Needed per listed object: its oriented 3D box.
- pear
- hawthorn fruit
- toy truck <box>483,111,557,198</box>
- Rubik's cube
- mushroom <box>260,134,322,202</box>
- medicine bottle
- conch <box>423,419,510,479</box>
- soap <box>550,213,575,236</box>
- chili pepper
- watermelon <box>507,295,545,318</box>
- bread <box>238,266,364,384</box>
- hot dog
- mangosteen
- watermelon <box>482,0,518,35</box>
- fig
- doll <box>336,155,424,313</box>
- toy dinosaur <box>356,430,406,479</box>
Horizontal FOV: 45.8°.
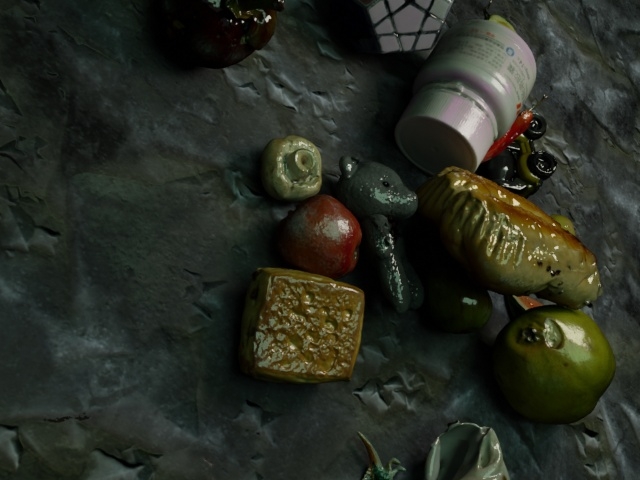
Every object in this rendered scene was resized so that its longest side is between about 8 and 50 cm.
[{"bbox_3d":[0.523,0.280,1.706,0.321,0.269,0.269,33,57,-39],"label":"pear"},{"bbox_3d":[0.000,0.000,1.488,0.173,0.173,0.173,12,67,-31],"label":"hawthorn fruit"},{"bbox_3d":[0.487,-0.217,1.930,0.165,0.147,0.224,-1,70,-12],"label":"toy truck"},{"bbox_3d":[0.173,-0.571,1.741,0.264,0.319,0.319,-39,99,-11],"label":"Rubik's cube"},{"bbox_3d":[-0.058,-0.145,1.530,0.148,0.112,0.148,6,76,-26],"label":"mushroom"},{"bbox_3d":[0.337,-0.328,1.778,0.256,0.256,0.325,41,63,-17],"label":"medicine bottle"},{"bbox_3d":[0.292,0.515,1.524,0.275,0.183,0.149,-64,154,-25],"label":"conch"},{"bbox_3d":[0.645,-0.004,2.015,0.089,0.045,0.140,9,69,-36],"label":"soap"},{"bbox_3d":[0.455,-0.259,1.859,0.268,0.059,0.050,-43,93,0],"label":"chili pepper"},{"bbox_3d":[0.554,0.203,1.877,0.245,0.063,0.119,23,44,-21],"label":"watermelon"},{"bbox_3d":[-0.037,0.164,1.424,0.235,0.099,0.210,11,84,-23],"label":"bread"},{"bbox_3d":[0.375,-0.009,1.639,0.365,0.196,0.367,22,19,-42],"label":"hot dog"},{"bbox_3d":[-0.180,-0.456,1.445,0.231,0.289,0.231,9,78,-46],"label":"mangosteen"},{"bbox_3d":[0.459,-0.485,1.998,0.232,0.127,0.204,48,47,-17],"label":"watermelon"},{"bbox_3d":[0.289,0.079,1.678,0.151,0.151,0.259,0,70,-35],"label":"fig"},{"bbox_3d":[0.155,-0.020,1.589,0.246,0.158,0.340,14,50,-65],"label":"doll"},{"bbox_3d":[0.115,0.472,1.485,0.187,0.044,0.106,42,70,-18],"label":"toy dinosaur"}]
